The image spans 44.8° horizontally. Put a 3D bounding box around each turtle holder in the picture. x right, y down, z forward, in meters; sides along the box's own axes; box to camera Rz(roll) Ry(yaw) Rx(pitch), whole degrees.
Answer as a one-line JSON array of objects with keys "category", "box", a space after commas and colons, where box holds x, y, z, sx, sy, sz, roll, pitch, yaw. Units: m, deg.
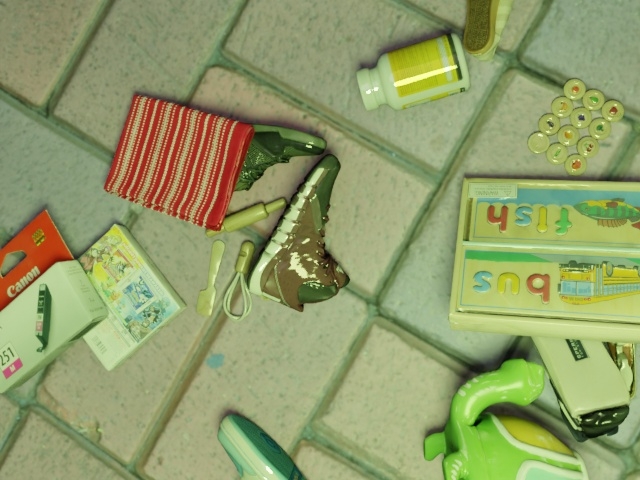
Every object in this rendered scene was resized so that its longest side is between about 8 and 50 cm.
[{"category": "turtle holder", "box": [0.291, 0.371, 1.233, 0.227, 0.243, 0.320, -3, 63, -2]}]

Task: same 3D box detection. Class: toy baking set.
[{"category": "toy baking set", "box": [-0.128, 0.039, 1.420, 0.256, 0.030, 0.197, -17, 84, 9]}]

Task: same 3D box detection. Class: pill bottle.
[{"category": "pill bottle", "box": [0.160, -0.285, 1.345, 0.184, 0.103, 0.103, -15, 84, 9]}]

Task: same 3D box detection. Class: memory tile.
[{"category": "memory tile", "box": [0.437, -0.195, 1.333, 0.113, 0.012, 0.148, 34, 94, 11]}]

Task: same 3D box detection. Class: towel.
[{"category": "towel", "box": [-0.260, -0.145, 1.398, 0.274, 0.031, 0.199, 18, 89, 24]}]

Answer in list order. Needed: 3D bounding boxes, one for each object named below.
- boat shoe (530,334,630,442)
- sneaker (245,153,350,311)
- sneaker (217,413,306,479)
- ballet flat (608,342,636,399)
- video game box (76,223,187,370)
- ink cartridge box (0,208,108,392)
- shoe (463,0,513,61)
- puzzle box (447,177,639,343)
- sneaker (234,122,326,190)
[{"category": "boat shoe", "box": [0.398, 0.166, 1.273, 0.127, 0.158, 0.341, -13, 55, 7]}, {"category": "sneaker", "box": [0.000, 0.000, 1.360, 0.162, 0.106, 0.281, 30, 101, -5]}, {"category": "sneaker", "box": [-0.117, 0.476, 1.346, 0.208, 0.127, 0.319, -43, 79, 5]}, {"category": "ballet flat", "box": [0.498, 0.181, 1.279, 0.057, 0.052, 0.168, -8, 85, 11]}, {"category": "video game box", "box": [-0.383, 0.105, 1.457, 0.187, 0.048, 0.205, -41, 80, 9]}, {"category": "ink cartridge box", "box": [-0.554, 0.114, 1.452, 0.275, 0.060, 0.239, -37, 82, 22]}, {"category": "shoe", "box": [0.296, -0.419, 1.356, 0.076, 0.058, 0.219, 8, 83, 42]}, {"category": "puzzle box", "box": [0.417, 0.027, 1.229, 0.408, 0.052, 0.272, 2, 59, 15]}, {"category": "sneaker", "box": [-0.101, -0.144, 1.399, 0.227, 0.087, 0.130, 5, 90, 14]}]
